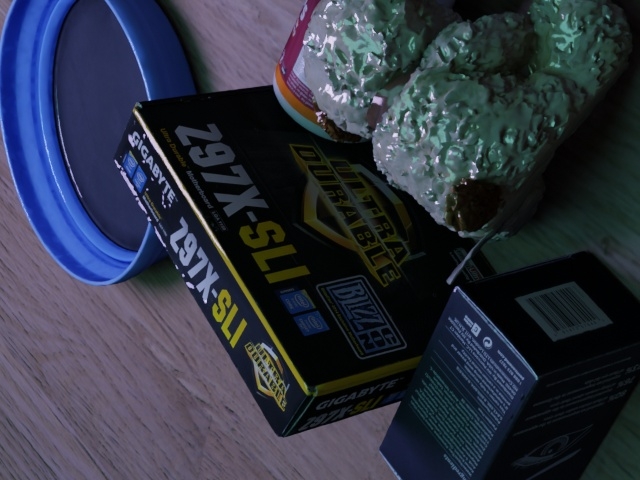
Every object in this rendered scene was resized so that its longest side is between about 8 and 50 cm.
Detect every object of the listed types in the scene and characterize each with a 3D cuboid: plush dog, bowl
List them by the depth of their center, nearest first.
[{"bbox_3d":[0.081,-0.115,1.136,0.225,0.211,0.262,39,134,14],"label":"plush dog"},{"bbox_3d":[-0.272,-0.142,1.742,0.391,0.077,0.391,20,116,48],"label":"bowl"}]

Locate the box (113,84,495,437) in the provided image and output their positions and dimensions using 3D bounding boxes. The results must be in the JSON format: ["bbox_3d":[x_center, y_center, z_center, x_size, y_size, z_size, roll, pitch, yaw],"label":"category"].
[{"bbox_3d":[0.000,0.000,1.273,0.322,0.257,0.079,57,140,26],"label":"box"}]

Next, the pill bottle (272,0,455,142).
[{"bbox_3d":[0.047,-0.201,1.261,0.121,0.121,0.221,54,138,28],"label":"pill bottle"}]

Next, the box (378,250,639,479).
[{"bbox_3d":[0.162,0.128,1.185,0.108,0.153,0.207,50,136,32],"label":"box"}]
